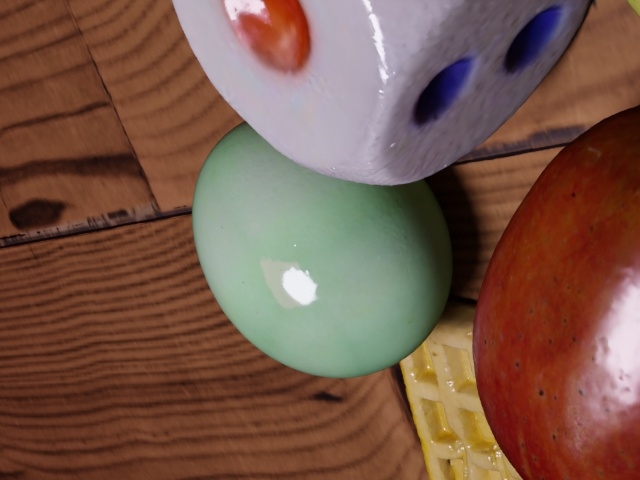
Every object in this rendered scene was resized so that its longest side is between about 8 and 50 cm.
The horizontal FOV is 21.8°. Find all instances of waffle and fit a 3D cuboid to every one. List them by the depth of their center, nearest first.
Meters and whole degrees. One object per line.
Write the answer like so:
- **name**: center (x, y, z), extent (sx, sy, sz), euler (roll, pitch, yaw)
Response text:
- **waffle**: center (0.179, 0.171, 1.567), extent (0.248, 0.055, 0.221), euler (9, 121, 48)

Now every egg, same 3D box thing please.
- **egg**: center (0.000, 0.000, 1.523), extent (0.270, 0.220, 0.220), euler (54, 146, 27)

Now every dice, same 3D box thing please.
- **dice**: center (0.046, -0.220, 1.281), extent (0.259, 0.251, 0.243), euler (45, 144, 21)

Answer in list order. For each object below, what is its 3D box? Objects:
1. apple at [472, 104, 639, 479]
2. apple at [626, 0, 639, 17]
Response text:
- **apple**: center (0.290, 0.074, 1.282), extent (0.295, 0.328, 0.365), euler (-98, 8, -58)
- **apple**: center (0.303, -0.221, 0.962), extent (0.309, 0.250, 0.277), euler (42, 162, -6)
